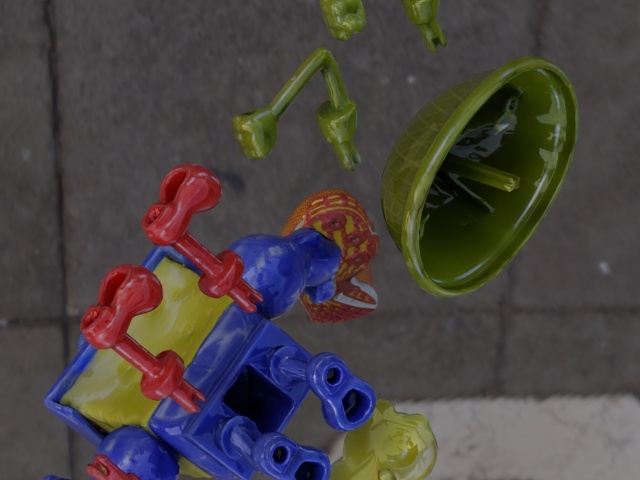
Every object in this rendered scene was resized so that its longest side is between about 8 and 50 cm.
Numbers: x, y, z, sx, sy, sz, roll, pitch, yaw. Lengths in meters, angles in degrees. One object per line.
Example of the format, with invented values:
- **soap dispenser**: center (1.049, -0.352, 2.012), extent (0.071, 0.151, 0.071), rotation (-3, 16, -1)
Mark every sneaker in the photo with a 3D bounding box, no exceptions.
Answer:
- **sneaker**: center (0.000, 0.000, 1.019), extent (0.064, 0.067, 0.175), rotation (-12, 163, -3)

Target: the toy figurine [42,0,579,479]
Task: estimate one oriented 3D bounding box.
- **toy figurine**: center (-0.061, 0.029, 0.827), extent (0.191, 0.217, 0.362), rotation (41, 74, -31)
